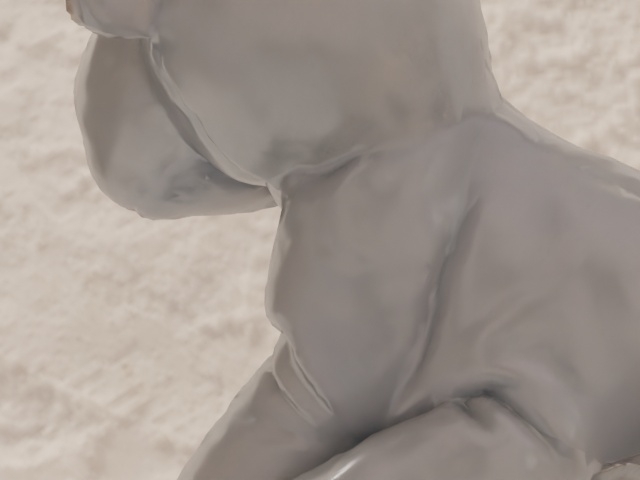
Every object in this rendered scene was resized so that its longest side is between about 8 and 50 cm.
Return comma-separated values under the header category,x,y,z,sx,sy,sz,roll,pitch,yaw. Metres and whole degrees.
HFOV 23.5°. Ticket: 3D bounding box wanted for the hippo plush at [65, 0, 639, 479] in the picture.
category,x,y,z,sx,sy,sz,roll,pitch,yaw
hippo plush,0.000,0.000,0.491,0.234,0.294,0.236,-38,95,-24
